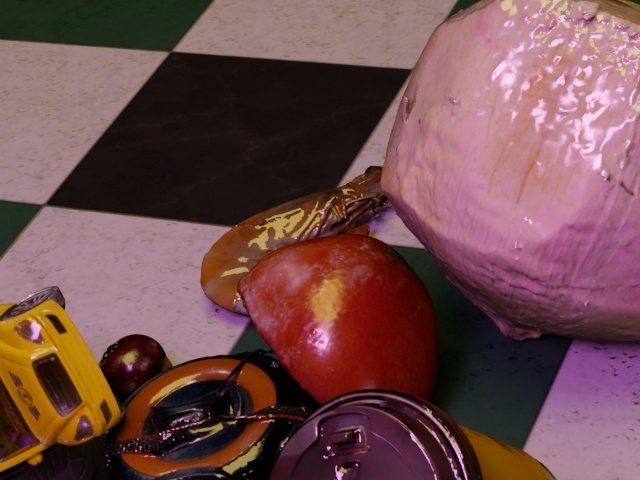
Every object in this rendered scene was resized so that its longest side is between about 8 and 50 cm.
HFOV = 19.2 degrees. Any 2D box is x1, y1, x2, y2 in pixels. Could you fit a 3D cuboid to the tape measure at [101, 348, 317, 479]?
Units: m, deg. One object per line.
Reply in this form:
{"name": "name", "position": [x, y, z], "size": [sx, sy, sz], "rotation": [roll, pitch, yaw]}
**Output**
{"name": "tape measure", "position": [-0.096, 0.199, 1.797], "size": [0.223, 0.135, 0.202], "rotation": [-20, 36, -8]}

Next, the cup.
{"name": "cup", "position": [0.090, 0.229, 1.574], "size": [0.196, 0.279, 0.196], "rotation": [-7, 76, 30]}

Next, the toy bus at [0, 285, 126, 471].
{"name": "toy bus", "position": [-0.333, 0.145, 1.835], "size": [0.152, 0.144, 0.330], "rotation": [-35, 16, -33]}

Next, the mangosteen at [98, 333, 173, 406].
{"name": "mangosteen", "position": [-0.193, 0.138, 1.963], "size": [0.081, 0.081, 0.081], "rotation": [-8, 36, 6]}

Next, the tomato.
{"name": "tomato", "position": [0.035, 0.073, 1.861], "size": [0.139, 0.200, 0.233], "rotation": [-50, 43, 14]}

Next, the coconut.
{"name": "coconut", "position": [0.253, -0.068, 1.890], "size": [0.404, 0.404, 0.404], "rotation": [-8, 36, 6]}

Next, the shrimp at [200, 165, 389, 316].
{"name": "shrimp", "position": [0.000, 0.000, 2.101], "size": [0.287, 0.063, 0.152], "rotation": [-29, 41, -16]}

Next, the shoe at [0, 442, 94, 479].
{"name": "shoe", "position": [-0.309, 0.239, 1.868], "size": [0.169, 0.071, 0.099], "rotation": [-31, 33, -24]}
